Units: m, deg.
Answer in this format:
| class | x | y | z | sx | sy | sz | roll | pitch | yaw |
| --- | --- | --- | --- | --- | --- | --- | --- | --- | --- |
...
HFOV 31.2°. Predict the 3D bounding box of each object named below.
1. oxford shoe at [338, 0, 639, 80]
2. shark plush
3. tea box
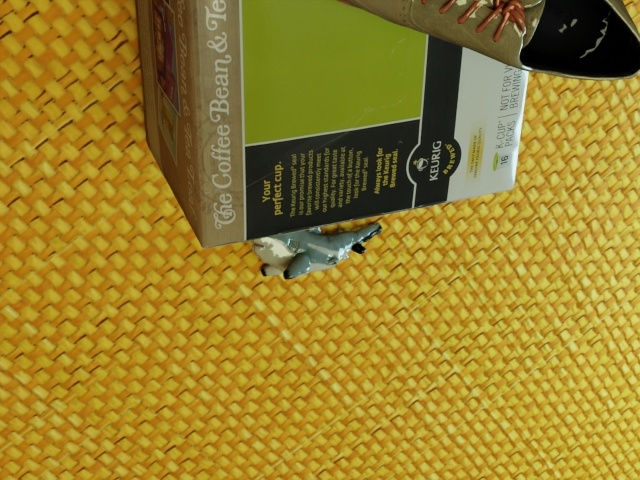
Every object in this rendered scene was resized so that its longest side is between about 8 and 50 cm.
| class | x | y | z | sx | sy | sz | roll | pitch | yaw |
| --- | --- | --- | --- | --- | --- | --- | --- | --- | --- |
| oxford shoe | 0.112 | -0.206 | 0.874 | 0.348 | 0.130 | 0.123 | 10 | 115 | -29 |
| shark plush | 0.000 | 0.000 | 1.300 | 0.161 | 0.073 | 0.067 | -9 | 96 | -13 |
| tea box | 0.007 | -0.207 | 1.050 | 0.323 | 0.220 | 0.329 | -11 | 125 | -19 |
